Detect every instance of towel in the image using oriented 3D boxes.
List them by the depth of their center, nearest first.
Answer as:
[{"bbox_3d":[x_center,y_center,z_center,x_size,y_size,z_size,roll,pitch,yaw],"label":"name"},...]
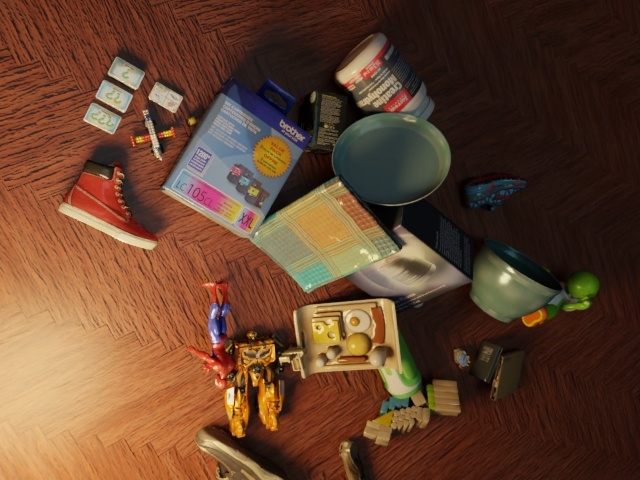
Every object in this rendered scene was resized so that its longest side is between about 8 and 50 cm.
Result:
[{"bbox_3d":[0.000,0.000,1.312,0.271,0.370,0.040,46,42,-20],"label":"towel"}]

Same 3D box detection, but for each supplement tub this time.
[{"bbox_3d":[0.190,-0.452,1.433,0.272,0.191,0.191,43,77,-21],"label":"supplement tub"}]

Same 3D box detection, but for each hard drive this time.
[{"bbox_3d":[0.595,0.435,1.737,0.022,0.094,0.135,27,83,-18],"label":"hard drive"}]

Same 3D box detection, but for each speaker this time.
[{"bbox_3d":[0.222,0.356,1.549,0.131,0.131,0.296,-31,105,-19],"label":"speaker"}]

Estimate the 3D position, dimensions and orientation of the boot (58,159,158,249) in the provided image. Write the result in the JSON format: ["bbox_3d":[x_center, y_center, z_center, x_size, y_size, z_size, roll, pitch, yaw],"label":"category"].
[{"bbox_3d":[-0.497,-0.095,1.216,0.244,0.088,0.176,30,80,-20],"label":"boot"}]

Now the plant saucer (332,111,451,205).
[{"bbox_3d":[0.191,-0.218,1.313,0.317,0.317,0.044,-42,153,-16],"label":"plant saucer"}]

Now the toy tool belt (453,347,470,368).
[{"bbox_3d":[0.508,0.426,1.722,0.052,0.051,0.083,-22,103,-21],"label":"toy tool belt"}]

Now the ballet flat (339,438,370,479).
[{"bbox_3d":[0.109,0.756,1.574,0.084,0.058,0.250,-42,120,-53],"label":"ballet flat"}]

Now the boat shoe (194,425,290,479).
[{"bbox_3d":[-0.227,0.665,1.371,0.355,0.132,0.130,44,77,-19],"label":"boat shoe"}]

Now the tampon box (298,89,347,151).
[{"bbox_3d":[0.001,-0.337,1.396,0.101,0.120,0.161,5,92,-25],"label":"tampon box"}]

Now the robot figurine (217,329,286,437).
[{"bbox_3d":[-0.190,0.405,1.391,0.211,0.085,0.291,-3,95,-25],"label":"robot figurine"}]

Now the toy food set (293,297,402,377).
[{"bbox_3d":[0.080,0.298,1.434,0.306,0.092,0.220,-6,98,12],"label":"toy food set"}]

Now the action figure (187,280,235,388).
[{"bbox_3d":[-0.307,0.263,1.316,0.091,0.139,0.280,17,61,-61],"label":"action figure"}]

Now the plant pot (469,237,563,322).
[{"bbox_3d":[0.638,0.155,1.656,0.293,0.293,0.196,19,113,-24],"label":"plant pot"}]

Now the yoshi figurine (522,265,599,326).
[{"bbox_3d":[0.897,0.195,1.804,0.362,0.203,0.203,-9,91,-26],"label":"yoshi figurine"}]

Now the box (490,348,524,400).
[{"bbox_3d":[0.694,0.495,1.786,0.201,0.021,0.164,4,96,-47],"label":"box"}]

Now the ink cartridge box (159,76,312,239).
[{"bbox_3d":[-0.212,-0.238,1.298,0.270,0.151,0.395,32,80,-23],"label":"ink cartridge box"}]

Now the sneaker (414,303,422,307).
[{"bbox_3d":[0.332,0.123,1.596,0.080,0.094,0.212,0,95,-25],"label":"sneaker"}]

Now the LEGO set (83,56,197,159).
[{"bbox_3d":[-0.446,-0.326,1.235,0.244,0.060,0.182,28,87,-24],"label":"LEGO set"}]

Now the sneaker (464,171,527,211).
[{"bbox_3d":[0.613,-0.170,1.712,0.262,0.104,0.125,-9,115,-19],"label":"sneaker"}]

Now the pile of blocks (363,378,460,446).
[{"bbox_3d":[0.300,0.576,1.628,0.362,0.149,0.112,-16,144,-13],"label":"pile of blocks"}]

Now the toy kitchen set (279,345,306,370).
[{"bbox_3d":[-0.067,0.356,1.414,0.068,0.083,0.075,-12,97,22],"label":"toy kitchen set"}]

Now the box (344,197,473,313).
[{"bbox_3d":[0.235,0.037,1.416,0.294,0.296,0.183,35,46,-21],"label":"box"}]
